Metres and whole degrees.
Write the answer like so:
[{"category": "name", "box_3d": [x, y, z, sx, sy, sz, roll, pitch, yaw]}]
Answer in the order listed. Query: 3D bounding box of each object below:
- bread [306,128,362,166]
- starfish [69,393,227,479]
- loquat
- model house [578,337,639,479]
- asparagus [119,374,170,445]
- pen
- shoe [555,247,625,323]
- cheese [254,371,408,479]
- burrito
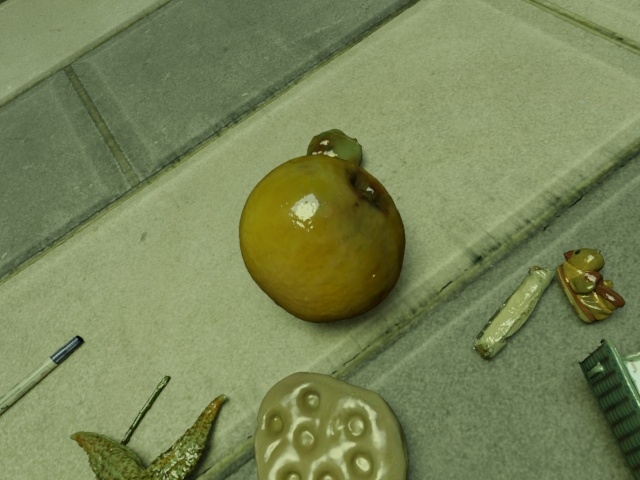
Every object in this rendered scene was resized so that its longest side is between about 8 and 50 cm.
[{"category": "bread", "box_3d": [-0.007, -0.127, 0.995, 0.128, 0.088, 0.232, 20, 71, 35]}, {"category": "starfish", "box_3d": [-0.275, 0.414, 0.741, 0.358, 0.078, 0.347, -25, 61, -4]}, {"category": "loquat", "box_3d": [0.000, 0.000, 0.810, 0.275, 0.275, 0.274, -8, 57, 12]}, {"category": "model house", "box_3d": [0.457, 0.211, 0.571, 0.215, 0.198, 0.224, -24, 55, 17]}, {"category": "asparagus", "box_3d": [-0.313, 0.307, 0.857, 0.016, 0.013, 0.166, -1, 52, 55]}, {"category": "pen", "box_3d": [-0.545, 0.258, 0.952, 0.204, 0.025, 0.025, -42, 57, -12]}, {"category": "shoe", "box_3d": [0.412, 0.067, 0.754, 0.069, 0.072, 0.109, -35, 39, 42]}, {"category": "cheese", "box_3d": [0.009, 0.300, 0.702, 0.218, 0.117, 0.235, -46, 55, -11]}, {"category": "burrito", "box_3d": [0.305, 0.111, 0.776, 0.185, 0.041, 0.045, -46, 40, -11]}]
